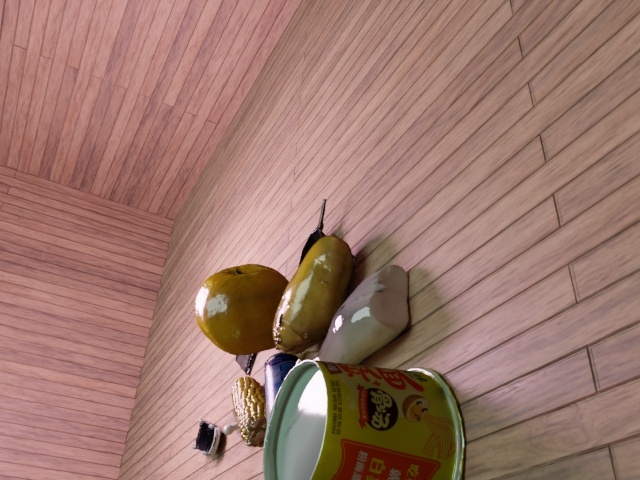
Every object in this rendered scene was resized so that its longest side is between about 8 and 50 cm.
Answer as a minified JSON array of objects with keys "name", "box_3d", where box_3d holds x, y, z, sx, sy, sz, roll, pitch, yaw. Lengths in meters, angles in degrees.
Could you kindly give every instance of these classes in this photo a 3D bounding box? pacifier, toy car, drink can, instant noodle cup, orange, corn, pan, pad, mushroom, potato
[{"name":"pacifier","box_3d":[-0.233,0.519,1.742,0.082,0.078,0.099,17,116,50]},{"name":"toy car","box_3d":[-0.356,0.628,1.989,0.205,0.056,0.095,-15,58,61]},{"name":"drink can","box_3d":[-0.083,0.383,1.479,0.097,0.097,0.235,-58,26,31]},{"name":"instant noodle cup","box_3d":[0.054,0.333,1.018,0.311,0.222,0.311,-50,31,44]},{"name":"orange","box_3d":[-0.197,0.188,1.690,0.279,0.279,0.235,-147,49,-68]},{"name":"corn","box_3d":[-0.175,0.445,1.650,0.305,0.106,0.106,-146,75,-73]},{"name":"pan","box_3d":[0.004,0.007,1.640,0.201,0.048,0.128,-65,24,20]},{"name":"pad","box_3d":[-0.218,0.293,1.980,0.174,0.022,0.232,18,90,68]},{"name":"mushroom","box_3d":[0.064,0.199,1.281,0.159,0.122,0.328,-38,-13,-52]},{"name":"potato","box_3d":[-0.014,0.133,1.457,0.300,0.140,0.173,-63,15,5]}]
